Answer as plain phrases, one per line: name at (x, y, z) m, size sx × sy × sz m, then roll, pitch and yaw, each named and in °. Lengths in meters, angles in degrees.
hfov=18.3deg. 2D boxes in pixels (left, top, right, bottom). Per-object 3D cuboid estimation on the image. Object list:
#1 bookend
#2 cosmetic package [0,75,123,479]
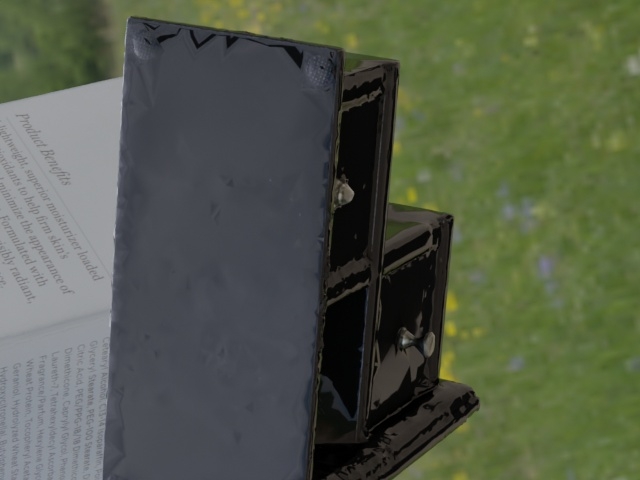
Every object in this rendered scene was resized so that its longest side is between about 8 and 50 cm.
bookend at (0.000, 0.000, 0.661) m, size 0.157 × 0.072 × 0.156 m, roll -24°, pitch -58°, yaw -63°
cosmetic package at (-0.133, 0.038, 0.913) m, size 0.151 × 0.184 × 0.151 m, roll 54°, pitch 147°, yaw 38°
